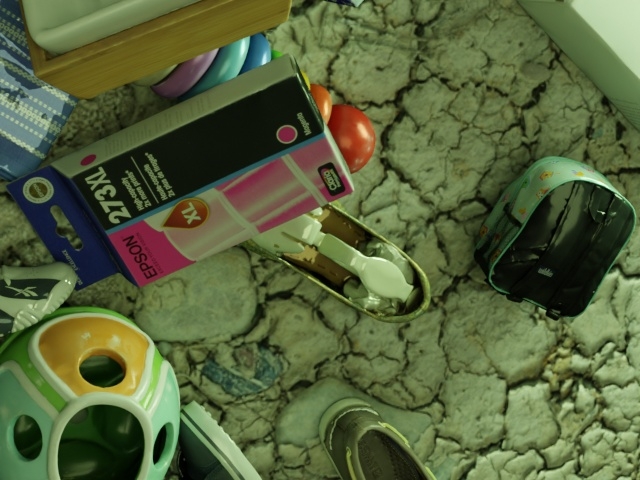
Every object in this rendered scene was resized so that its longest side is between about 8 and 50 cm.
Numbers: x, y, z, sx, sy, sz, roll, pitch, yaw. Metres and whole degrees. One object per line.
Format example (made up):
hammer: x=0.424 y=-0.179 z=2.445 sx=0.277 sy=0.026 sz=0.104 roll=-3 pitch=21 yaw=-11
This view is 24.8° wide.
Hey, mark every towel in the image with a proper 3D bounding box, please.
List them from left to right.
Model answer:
towel: x=-0.360 y=-0.255 z=1.672 sx=0.243 sy=0.040 sz=0.336 roll=31 pitch=90 yaw=-23

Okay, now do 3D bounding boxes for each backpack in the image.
backpack: x=0.308 y=-0.015 z=1.894 sx=0.166 sy=0.144 sz=0.188 roll=24 pitch=115 yaw=-20

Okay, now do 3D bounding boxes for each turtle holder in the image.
turtle holder: x=-0.293 y=0.243 z=1.696 sx=0.243 sy=0.227 sz=0.320 roll=32 pitch=89 yaw=-23

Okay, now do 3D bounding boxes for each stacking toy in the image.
stacking toy: x=-0.069 y=-0.181 z=1.752 sx=0.330 sy=0.141 sz=0.141 roll=28 pitch=91 yaw=-29

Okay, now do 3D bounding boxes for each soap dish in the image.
soap dish: x=-0.181 y=-0.288 z=1.575 sx=0.291 sy=0.229 sz=0.118 roll=-21 pitch=141 yaw=2

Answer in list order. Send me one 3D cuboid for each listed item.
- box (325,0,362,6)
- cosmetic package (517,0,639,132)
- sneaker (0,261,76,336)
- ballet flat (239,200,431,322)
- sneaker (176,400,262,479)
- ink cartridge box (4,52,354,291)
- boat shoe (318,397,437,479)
box: x=-0.001 y=-0.351 z=1.733 sx=0.137 sy=0.126 sz=0.072 roll=41 pitch=88 yaw=-21
cosmetic package: x=0.470 y=-0.262 z=1.904 sx=0.385 sy=0.156 sz=0.217 roll=44 pitch=85 yaw=-21
sneaker: x=-0.412 y=0.034 z=1.680 sx=0.235 sy=0.094 sz=0.153 roll=-17 pitch=114 yaw=-3
ballet flat: x=0.000 y=0.000 z=1.811 sx=0.349 sy=0.123 sz=0.123 roll=33 pitch=89 yaw=-22
sneaker: x=-0.116 y=0.349 z=1.822 sx=0.127 sy=0.126 sz=0.321 roll=-36 pitch=119 yaw=-11
ink cartridge box: x=-0.162 y=-0.063 z=1.692 sx=0.371 sy=0.069 sz=0.175 roll=-23 pitch=123 yaw=8
boat shoe: x=0.112 y=0.353 z=1.932 sx=0.117 sy=0.097 sz=0.324 roll=-35 pitch=110 yaw=-10
